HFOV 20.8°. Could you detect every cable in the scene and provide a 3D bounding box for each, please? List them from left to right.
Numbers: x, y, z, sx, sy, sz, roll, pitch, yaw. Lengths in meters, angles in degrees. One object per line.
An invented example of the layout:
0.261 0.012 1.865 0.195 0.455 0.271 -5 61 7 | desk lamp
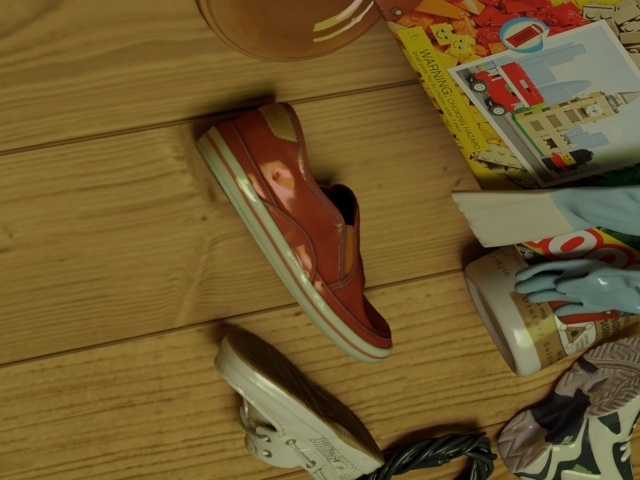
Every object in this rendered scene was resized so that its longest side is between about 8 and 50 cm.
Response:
0.118 0.274 1.975 0.150 0.047 0.184 26 116 -33 | cable

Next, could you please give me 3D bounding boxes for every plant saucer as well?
-0.009 -0.232 1.481 0.200 0.037 0.200 -13 133 -15 | plant saucer

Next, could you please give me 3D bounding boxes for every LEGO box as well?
0.303 -0.162 1.478 0.372 0.193 0.500 -10 140 25 | LEGO box

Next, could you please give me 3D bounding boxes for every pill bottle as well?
0.275 0.034 1.779 0.229 0.131 0.131 -27 134 -3 | pill bottle

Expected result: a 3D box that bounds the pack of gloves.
0.258 -0.001 1.522 0.232 0.046 0.195 -1 145 32 | pack of gloves

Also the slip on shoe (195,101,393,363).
0.000 0.000 1.634 0.101 0.123 0.331 -34 130 -1 | slip on shoe

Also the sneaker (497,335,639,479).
0.333 0.209 1.984 0.235 0.094 0.153 -44 134 14 | sneaker

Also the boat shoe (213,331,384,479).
-0.037 0.190 1.785 0.096 0.098 0.277 -38 135 8 | boat shoe
